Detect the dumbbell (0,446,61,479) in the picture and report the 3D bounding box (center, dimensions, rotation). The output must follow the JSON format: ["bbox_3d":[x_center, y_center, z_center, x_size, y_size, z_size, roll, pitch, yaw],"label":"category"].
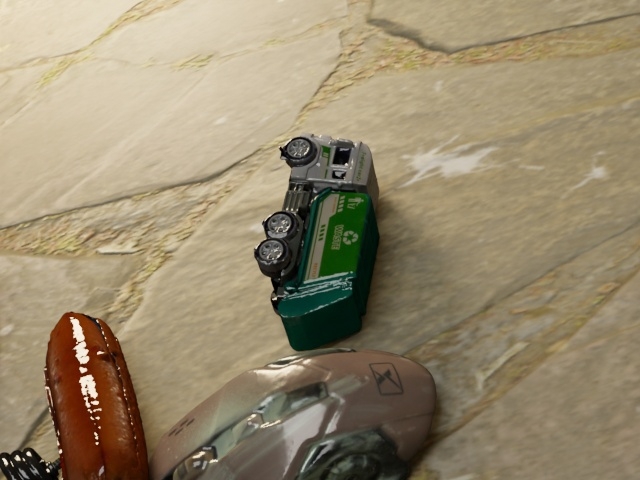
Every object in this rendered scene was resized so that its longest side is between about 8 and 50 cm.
[{"bbox_3d":[-0.356,0.299,1.638,0.208,0.099,0.099,-38,48,-6],"label":"dumbbell"}]

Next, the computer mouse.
[{"bbox_3d":[-0.063,0.217,1.548,0.389,0.115,0.199,-27,45,5],"label":"computer mouse"}]

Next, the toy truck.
[{"bbox_3d":[0.000,0.000,1.687,0.124,0.114,0.253,5,57,14],"label":"toy truck"}]

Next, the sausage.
[{"bbox_3d":[-0.248,0.189,1.638,0.102,0.102,0.330,-30,35,3],"label":"sausage"}]
